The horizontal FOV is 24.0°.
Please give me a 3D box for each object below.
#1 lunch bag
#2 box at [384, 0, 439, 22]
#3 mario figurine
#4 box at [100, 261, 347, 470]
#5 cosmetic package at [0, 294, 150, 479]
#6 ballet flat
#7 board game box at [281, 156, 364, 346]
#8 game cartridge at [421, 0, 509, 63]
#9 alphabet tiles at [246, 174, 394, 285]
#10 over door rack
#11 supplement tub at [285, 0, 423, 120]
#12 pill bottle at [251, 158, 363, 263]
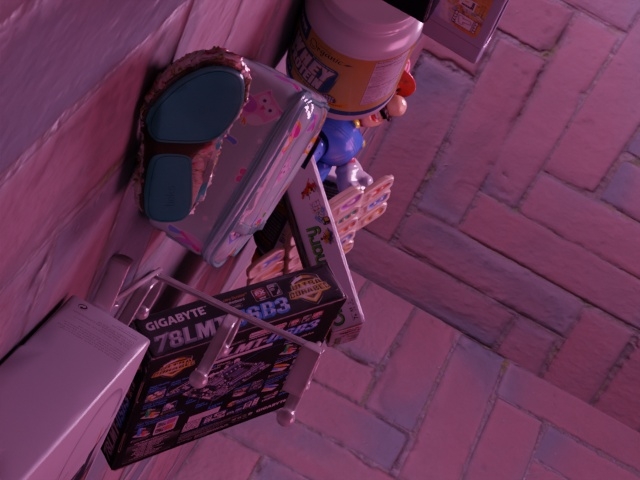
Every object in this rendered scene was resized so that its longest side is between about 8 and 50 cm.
[{"bbox_3d":[-0.086,-0.080,1.637,0.224,0.108,0.279,-61,177,4],"label":"lunch bag"},{"bbox_3d":[0.099,-0.393,1.210,0.312,0.179,0.343,-59,177,-9],"label":"box"},{"bbox_3d":[0.054,-0.174,2.351,0.320,0.170,0.198,-56,-173,-18],"label":"mario figurine"},{"bbox_3d":[-0.138,0.168,2.007,0.295,0.073,0.293,-18,151,-29],"label":"box"},{"bbox_3d":[-0.311,0.270,1.379,0.377,0.097,0.284,-63,173,29],"label":"cosmetic package"},{"bbox_3d":[-0.122,-0.107,1.322,0.241,0.091,0.077,121,-30,-51],"label":"ballet flat"},{"bbox_3d":[-0.009,-0.008,2.141,0.053,0.305,0.193,-17,170,-4],"label":"board game box"},{"bbox_3d":[0.210,-0.417,2.411,0.062,0.198,0.297,-59,175,-27],"label":"game cartridge"},{"bbox_3d":[0.000,0.000,2.397,0.278,0.021,0.284,-34,165,-14],"label":"alphabet tiles"},{"bbox_3d":[-0.122,0.115,1.668,0.324,0.239,0.108,70,44,-86],"label":"over door rack"},{"bbox_3d":[0.043,-0.251,1.811,0.144,0.144,0.199,-59,175,-30],"label":"supplement tub"},{"bbox_3d":[-0.033,-0.041,2.537,0.245,0.130,0.130,-62,176,30],"label":"pill bottle"}]
